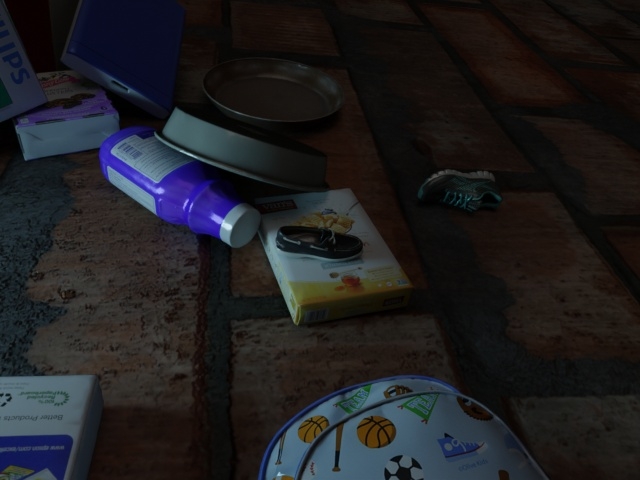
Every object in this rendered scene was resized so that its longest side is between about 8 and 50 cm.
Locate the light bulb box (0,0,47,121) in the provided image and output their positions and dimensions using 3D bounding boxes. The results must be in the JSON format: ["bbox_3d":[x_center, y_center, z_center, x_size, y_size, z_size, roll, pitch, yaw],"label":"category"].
[{"bbox_3d":[-0.710,-0.295,0.795,0.358,0.225,0.361,33,55,29],"label":"light bulb box"}]

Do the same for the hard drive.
[{"bbox_3d":[-0.384,-0.424,1.049,0.210,0.040,0.318,27,48,-40],"label":"hard drive"}]

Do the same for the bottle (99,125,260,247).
[{"bbox_3d":[-0.218,-0.084,0.807,0.283,0.092,0.118,31,45,23],"label":"bottle"}]

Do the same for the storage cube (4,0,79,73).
[{"bbox_3d":[-0.582,-0.479,1.106,0.193,0.214,0.183,26,42,9],"label":"storage cube"}]

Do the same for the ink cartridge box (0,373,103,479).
[{"bbox_3d":[-0.299,0.275,0.398,0.176,0.069,0.370,1,39,-9],"label":"ink cartridge box"}]

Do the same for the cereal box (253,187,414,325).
[{"bbox_3d":[0.009,0.013,0.776,0.173,0.047,0.240,-8,44,-20],"label":"cereal box"}]

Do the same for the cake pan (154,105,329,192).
[{"bbox_3d":[-0.116,-0.153,0.839,0.294,0.054,0.293,18,14,-5],"label":"cake pan"}]

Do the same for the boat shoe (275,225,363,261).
[{"bbox_3d":[0.000,0.000,0.720,0.125,0.038,0.046,5,41,-4],"label":"boat shoe"}]

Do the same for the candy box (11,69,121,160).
[{"bbox_3d":[-0.479,-0.240,0.950,0.165,0.070,0.196,-18,48,-27],"label":"candy box"}]

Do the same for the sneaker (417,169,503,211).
[{"bbox_3d":[0.259,-0.085,0.932,0.167,0.065,0.076,-7,47,-17],"label":"sneaker"}]

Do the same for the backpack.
[{"bbox_3d":[0.067,0.243,0.415,0.277,0.213,0.263,-11,34,-19],"label":"backpack"}]

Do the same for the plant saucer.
[{"bbox_3d":[-0.102,-0.321,1.139,0.311,0.050,0.310,5,41,-5],"label":"plant saucer"}]
